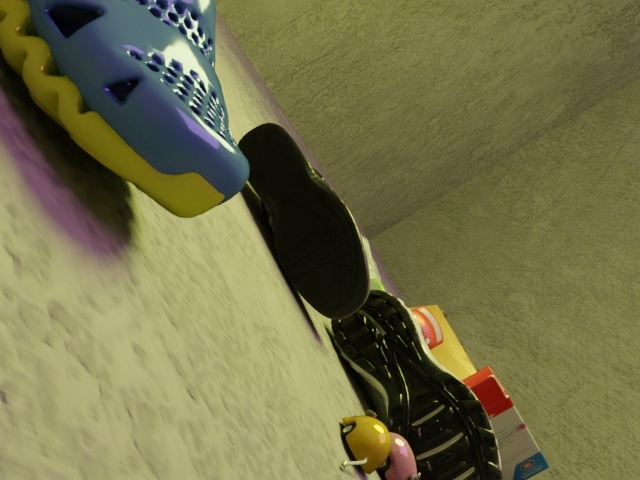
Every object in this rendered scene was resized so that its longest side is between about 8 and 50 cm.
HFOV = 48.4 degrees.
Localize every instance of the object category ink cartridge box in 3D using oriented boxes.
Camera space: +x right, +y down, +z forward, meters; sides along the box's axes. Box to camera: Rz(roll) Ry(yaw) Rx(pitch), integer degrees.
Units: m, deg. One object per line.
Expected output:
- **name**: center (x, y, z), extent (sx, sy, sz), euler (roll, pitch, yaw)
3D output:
- **ink cartridge box**: center (0.242, 0.289, 1.100), extent (0.231, 0.134, 0.078), euler (57, 7, -29)

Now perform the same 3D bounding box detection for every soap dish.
- **soap dish**: center (0.267, 0.278, 1.489), extent (0.229, 0.118, 0.291), euler (63, 5, 36)

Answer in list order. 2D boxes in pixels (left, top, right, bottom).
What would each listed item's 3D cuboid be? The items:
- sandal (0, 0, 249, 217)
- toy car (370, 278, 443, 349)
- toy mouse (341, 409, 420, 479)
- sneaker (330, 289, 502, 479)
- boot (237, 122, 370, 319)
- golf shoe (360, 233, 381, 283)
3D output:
- **sandal**: center (-0.107, -0.156, 0.391), extent (0.317, 0.138, 0.126), euler (63, 4, 23)
- **toy car**: center (0.093, 0.114, 0.925), extent (0.225, 0.053, 0.239), euler (52, -18, 42)
- **toy mouse**: center (0.066, 0.194, 0.565), extent (0.143, 0.031, 0.161), euler (58, 5, -6)
- **sneaker**: center (0.102, 0.168, 0.706), extent (0.108, 0.100, 0.271), euler (61, 2, -45)
- **boot**: center (0.001, -0.002, 0.788), extent (0.236, 0.085, 0.178), euler (61, 3, 26)
- **golf shoe**: center (0.071, 0.053, 1.245), extent (0.176, 0.069, 0.086), euler (51, 16, -50)
